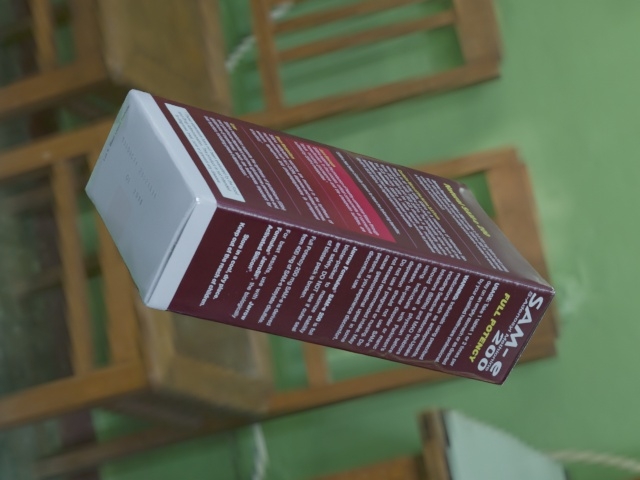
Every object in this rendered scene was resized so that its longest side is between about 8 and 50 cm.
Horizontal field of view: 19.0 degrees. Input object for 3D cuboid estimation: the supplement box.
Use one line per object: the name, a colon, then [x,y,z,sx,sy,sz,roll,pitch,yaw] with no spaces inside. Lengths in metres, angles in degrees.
supplement box: [0.000,0.000,1.087,0.239,0.073,0.130,14,24,-30]
